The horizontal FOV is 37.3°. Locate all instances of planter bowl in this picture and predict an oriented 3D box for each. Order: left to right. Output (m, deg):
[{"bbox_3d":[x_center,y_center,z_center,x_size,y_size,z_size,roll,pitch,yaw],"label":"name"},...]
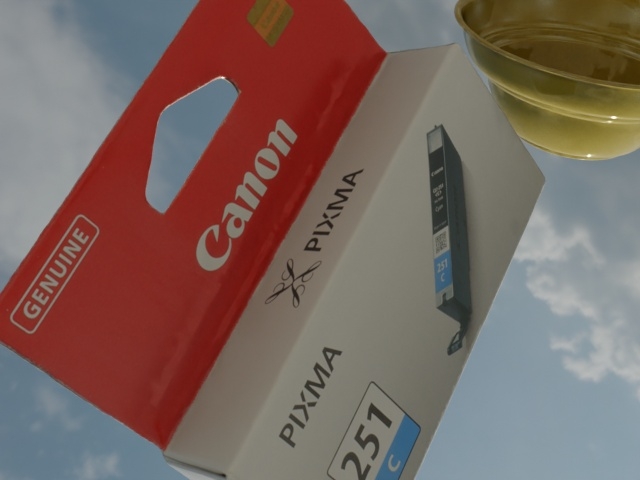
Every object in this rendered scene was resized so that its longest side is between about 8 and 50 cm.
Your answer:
[{"bbox_3d":[0.205,-0.123,0.742,0.217,0.090,0.217,5,-148,-3],"label":"planter bowl"}]

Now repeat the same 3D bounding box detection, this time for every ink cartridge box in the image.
[{"bbox_3d":[0.000,0.000,0.541,0.261,0.066,0.296,46,-119,-36],"label":"ink cartridge box"}]
